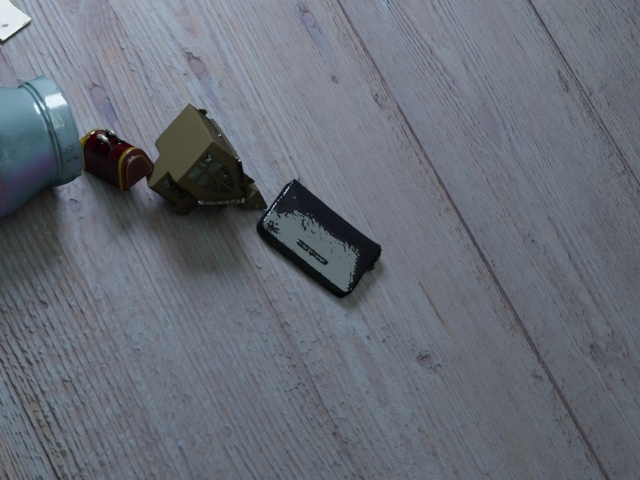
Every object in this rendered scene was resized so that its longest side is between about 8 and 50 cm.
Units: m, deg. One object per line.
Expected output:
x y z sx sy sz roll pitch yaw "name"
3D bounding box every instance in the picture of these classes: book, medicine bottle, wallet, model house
-0.624 -0.444 1.982 0.111 0.014 0.077 45 61 -2 "book"
-0.583 -0.156 1.769 0.290 0.245 0.245 -23 82 -28 "medicine bottle"
0.000 0.000 2.075 0.250 0.044 0.149 40 65 -6 "wallet"
-0.198 -0.109 1.990 0.176 0.181 0.248 -46 128 9 "model house"

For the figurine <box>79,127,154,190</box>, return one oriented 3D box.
-0.397 -0.169 1.915 0.154 0.098 0.082 28 60 31 "figurine"
